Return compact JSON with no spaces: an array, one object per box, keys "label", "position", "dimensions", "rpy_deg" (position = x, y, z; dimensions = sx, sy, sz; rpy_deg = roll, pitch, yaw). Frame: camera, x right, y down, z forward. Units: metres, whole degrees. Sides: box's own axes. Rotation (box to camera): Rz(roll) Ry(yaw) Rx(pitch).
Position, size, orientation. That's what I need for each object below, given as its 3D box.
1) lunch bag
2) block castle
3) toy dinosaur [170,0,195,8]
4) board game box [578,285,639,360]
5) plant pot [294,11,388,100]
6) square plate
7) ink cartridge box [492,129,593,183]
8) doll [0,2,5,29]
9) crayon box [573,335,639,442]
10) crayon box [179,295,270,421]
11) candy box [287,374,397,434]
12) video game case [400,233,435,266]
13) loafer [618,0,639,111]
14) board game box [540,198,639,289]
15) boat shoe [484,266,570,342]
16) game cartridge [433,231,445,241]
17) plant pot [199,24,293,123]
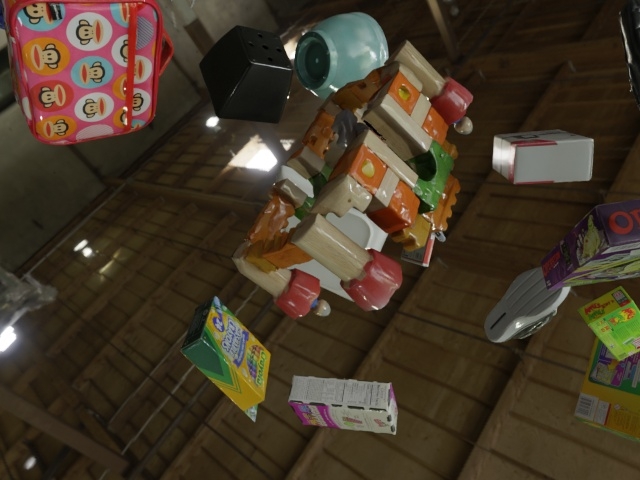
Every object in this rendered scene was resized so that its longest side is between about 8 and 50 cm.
[{"label":"lunch bag","position":[-0.376,-0.306,0.846],"dimensions":[0.258,0.293,0.120],"rpy_deg":[-19,-115,-32]},{"label":"block castle","position":[0.073,-0.090,0.870],"dimensions":[0.303,0.212,0.453],"rpy_deg":[-18,-141,55]},{"label":"toy dinosaur","position":[-0.235,-0.568,0.810],"dimensions":[0.121,0.314,0.160],"rpy_deg":[2,-133,36]},{"label":"board game box","position":[0.612,0.174,1.027],"dimensions":[0.092,0.181,0.043],"rpy_deg":[-37,-144,21]},{"label":"plant pot","position":[0.041,-0.571,1.593],"dimensions":[0.196,0.293,0.293],"rpy_deg":[-17,-161,-39]},{"label":"square plate","position":[0.000,0.000,1.425],"dimensions":[0.343,0.347,0.049],"rpy_deg":[22,-146,7]},{"label":"ink cartridge box","position":[0.343,-0.134,0.791],"dimensions":[0.109,0.063,0.150],"rpy_deg":[-3,-163,8]},{"label":"doll","position":[-0.574,-0.409,0.867],"dimensions":[0.129,0.188,0.046],"rpy_deg":[116,-10,-49]},{"label":"crayon box","position":[0.703,0.300,1.128],"dimensions":[0.165,0.081,0.279],"rpy_deg":[5,-111,55]},{"label":"crayon box","position":[-0.250,0.344,1.467],"dimensions":[0.083,0.323,0.203],"rpy_deg":[-31,-157,15]},{"label":"candy box","position":[0.057,0.386,1.179],"dimensions":[0.233,0.159,0.071],"rpy_deg":[1,-128,15]},{"label":"video game case","position":[0.346,-0.063,1.695],"dimensions":[0.204,0.025,0.285],"rpy_deg":[-158,-100,-78]},{"label":"loafer","position":[0.482,-0.243,0.731],"dimensions":[0.076,0.223,0.078],"rpy_deg":[-14,173,-7]},{"label":"board game box","position":[0.443,-0.012,0.538],"dimensions":[0.346,0.208,0.056],"rpy_deg":[-9,-113,6]},{"label":"boat shoe","position":[0.567,0.169,1.343],"dimensions":[0.119,0.335,0.121],"rpy_deg":[-1,-122,-18]},{"label":"game cartridge","position":[0.229,-0.037,1.056],"dimensions":[0.017,0.083,0.056],"rpy_deg":[-43,-164,13]},{"label":"plant pot","position":[-0.174,-0.431,1.282],"dimensions":[0.167,0.188,0.188],"rpy_deg":[-43,-120,45]}]
